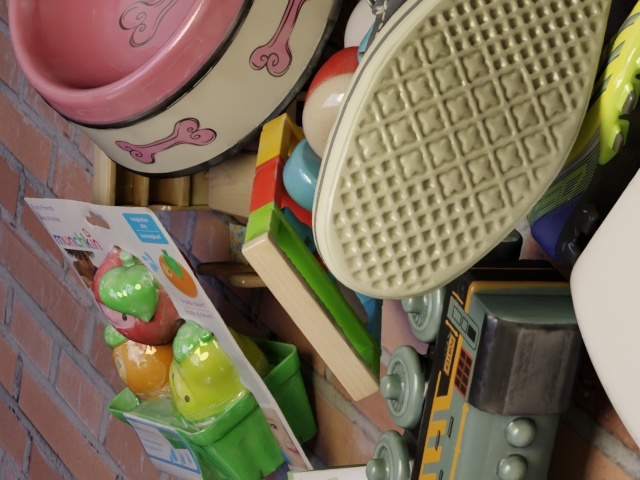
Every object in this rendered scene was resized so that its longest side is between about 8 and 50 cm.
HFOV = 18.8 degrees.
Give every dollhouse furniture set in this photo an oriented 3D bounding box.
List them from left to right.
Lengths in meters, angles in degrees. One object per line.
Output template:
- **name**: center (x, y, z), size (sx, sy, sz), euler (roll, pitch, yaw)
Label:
- **dollhouse furniture set**: center (-0.130, -0.069, 2.142), size (0.242, 0.161, 0.212), euler (15, 105, 58)

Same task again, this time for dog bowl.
- **dog bowl**: center (-0.168, -0.281, 2.054), size (0.408, 0.150, 0.408), euler (-16, 64, 36)

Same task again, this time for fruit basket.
- **fruit basket**: center (-0.175, 0.107, 2.101), size (0.353, 0.165, 0.327), euler (54, 157, -23)

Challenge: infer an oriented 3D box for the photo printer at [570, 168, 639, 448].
- **photo printer**: center (0.317, 0.043, 1.464), size (0.307, 0.107, 0.256), euler (-61, 43, 41)

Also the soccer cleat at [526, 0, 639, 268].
- **soccer cleat**: center (0.237, -0.109, 1.597), size (0.121, 0.093, 0.289), euler (53, 136, 41)

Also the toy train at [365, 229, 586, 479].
- **toy train**: center (0.139, 0.155, 1.708), size (0.190, 0.142, 0.334), euler (-125, 42, -61)

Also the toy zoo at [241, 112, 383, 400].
- **toy zoo**: center (0.000, 0.000, 1.859), size (0.030, 0.192, 0.293), euler (-28, 26, 18)

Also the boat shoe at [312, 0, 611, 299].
- **boat shoe**: center (0.131, -0.177, 1.575), size (0.500, 0.187, 0.156), euler (-66, 16, -12)

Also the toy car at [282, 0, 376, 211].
- **toy car**: center (0.097, -0.156, 1.789), size (0.219, 0.210, 0.238), euler (123, 162, -48)

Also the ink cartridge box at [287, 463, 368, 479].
- **ink cartridge box**: center (0.032, 0.280, 1.934), size (0.209, 0.062, 0.109), euler (-10, 84, 39)
